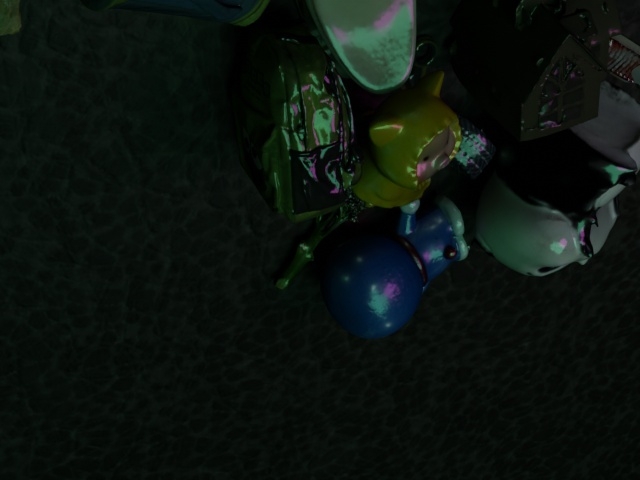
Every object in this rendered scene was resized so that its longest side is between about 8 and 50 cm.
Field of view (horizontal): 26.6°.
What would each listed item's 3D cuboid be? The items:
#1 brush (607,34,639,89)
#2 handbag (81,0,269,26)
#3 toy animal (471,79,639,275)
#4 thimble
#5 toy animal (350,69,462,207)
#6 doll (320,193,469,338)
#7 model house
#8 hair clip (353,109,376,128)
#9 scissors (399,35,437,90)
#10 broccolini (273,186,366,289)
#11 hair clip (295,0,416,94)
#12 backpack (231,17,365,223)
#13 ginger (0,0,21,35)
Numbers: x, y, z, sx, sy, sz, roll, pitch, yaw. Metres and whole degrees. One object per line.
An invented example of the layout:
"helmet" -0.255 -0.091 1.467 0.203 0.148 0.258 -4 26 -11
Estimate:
"brush" 0.506 -0.263 2.118 0.321 0.050 0.060 19 115 -42
"handbag" -0.151 -0.367 1.474 0.241 0.222 0.263 -5 135 -50
"toy animal" 0.360 -0.087 2.074 0.251 0.251 0.310 -1 138 -30
"thimble" 0.207 -0.144 2.010 0.066 0.095 0.104 -50 149 0
"toy animal" 0.107 -0.126 1.860 0.156 0.156 0.230 -12 158 -21
"doll" 0.113 0.035 2.108 0.257 0.161 0.215 -34 127 -22
"model house" 0.305 -0.302 1.838 0.204 0.211 0.243 -22 137 -14
"hair clip" 0.092 -0.120 2.008 0.072 0.046 0.173 -27 138 -7
"scissors" 0.137 -0.202 1.979 0.088 0.017 0.220 -24 139 -12
"broccolini" 0.002 0.000 2.060 0.058 0.067 0.216 32 115 -4
"hair clip" 0.057 -0.309 1.772 0.172 0.113 0.282 -24 133 -10
"backpack" -0.033 -0.165 1.776 0.140 0.207 0.253 -15 126 -18
"ginger" -0.410 -0.331 1.495 0.149 0.065 0.259 -16 131 -8
